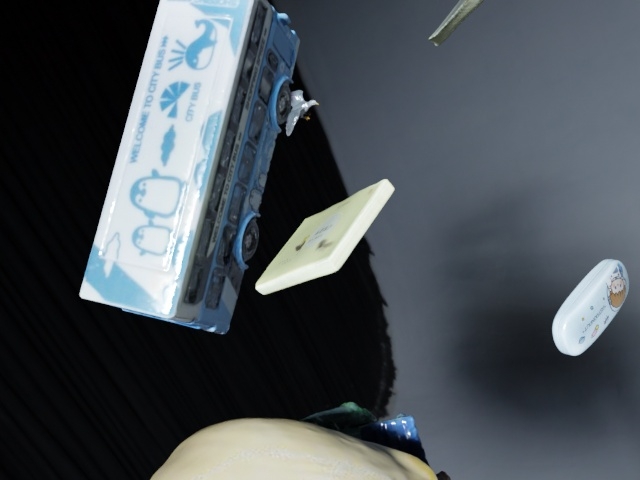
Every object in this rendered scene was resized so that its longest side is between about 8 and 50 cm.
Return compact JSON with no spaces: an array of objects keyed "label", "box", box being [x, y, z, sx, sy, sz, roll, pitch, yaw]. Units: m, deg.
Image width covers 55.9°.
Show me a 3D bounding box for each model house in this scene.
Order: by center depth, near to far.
[{"label":"model house","box":[0.048,0.213,0.557,0.148,0.119,0.149,-1,-16,-46]}]

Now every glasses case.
[{"label":"glasses case","box":[0.397,0.096,0.882,0.178,0.067,0.045,-39,23,-27]}]

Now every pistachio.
[{"label":"pistachio","box":[-0.023,0.194,0.413,0.215,0.143,0.144,7,14,-13]}]

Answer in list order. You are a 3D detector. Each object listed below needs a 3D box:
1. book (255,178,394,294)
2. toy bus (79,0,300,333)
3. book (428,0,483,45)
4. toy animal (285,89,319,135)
[{"label":"book","box":[0.000,0.000,0.428,0.077,0.014,0.111,-54,16,-29]},{"label":"toy bus","box":[-0.107,-0.072,0.538,0.106,0.296,0.131,10,-7,17]},{"label":"book","box":[0.165,-0.245,0.503,0.138,0.016,0.199,-51,6,-4]},{"label":"toy animal","box":[-0.025,-0.180,0.831,0.050,0.028,0.084,-7,53,9]}]
